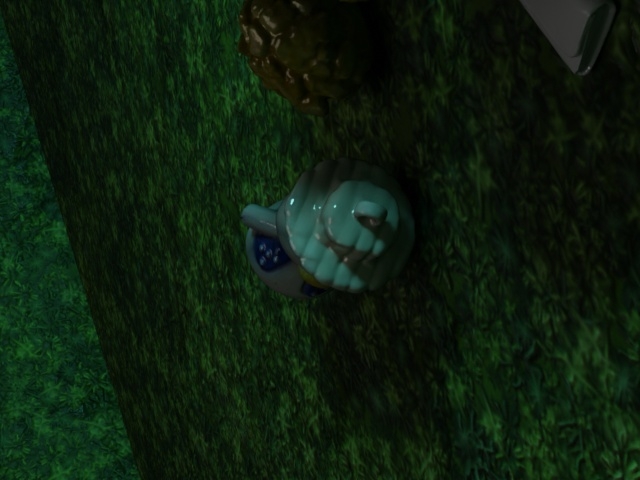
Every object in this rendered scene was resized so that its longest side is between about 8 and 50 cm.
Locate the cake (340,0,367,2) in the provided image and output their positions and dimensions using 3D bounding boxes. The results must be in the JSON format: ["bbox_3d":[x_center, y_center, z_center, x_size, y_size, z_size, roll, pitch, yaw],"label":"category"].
[{"bbox_3d":[0.074,-0.259,0.744,0.179,0.156,0.260,62,147,13],"label":"cake"}]

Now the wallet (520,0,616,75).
[{"bbox_3d":[0.143,-0.166,0.815,0.061,0.025,0.122,94,153,-53],"label":"wallet"}]

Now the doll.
[{"bbox_3d":[0.000,0.000,1.163,0.138,0.119,0.293,34,162,-11],"label":"doll"}]

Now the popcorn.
[{"bbox_3d":[-0.011,-0.174,1.091,0.116,0.121,0.106,112,174,-47],"label":"popcorn"}]
